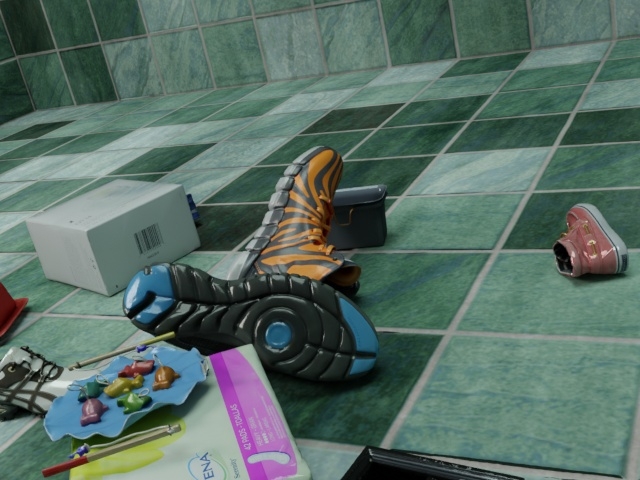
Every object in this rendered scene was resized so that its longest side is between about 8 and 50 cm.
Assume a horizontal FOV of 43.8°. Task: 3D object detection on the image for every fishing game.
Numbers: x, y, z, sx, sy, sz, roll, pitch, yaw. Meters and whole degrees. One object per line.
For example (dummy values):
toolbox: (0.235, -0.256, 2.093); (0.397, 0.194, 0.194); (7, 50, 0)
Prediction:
fishing game: (-0.213, 0.156, 0.866); (0.189, 0.041, 0.264); (-17, 17, -3)

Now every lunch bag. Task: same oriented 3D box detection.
lunch bag: (-0.301, -0.053, 1.664); (0.098, 0.065, 0.067); (-25, 7, -42)

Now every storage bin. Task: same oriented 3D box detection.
storage bin: (0.054, -0.034, 1.383); (0.135, 0.091, 0.098); (-7, 22, 16)

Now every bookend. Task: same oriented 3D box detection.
bookend: (0.075, 0.261, 0.670); (0.156, 0.072, 0.157); (3, 27, 34)

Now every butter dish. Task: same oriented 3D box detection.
butter dish: (-0.610, 0.110, 1.368); (0.160, 0.118, 0.160); (-11, 22, 4)

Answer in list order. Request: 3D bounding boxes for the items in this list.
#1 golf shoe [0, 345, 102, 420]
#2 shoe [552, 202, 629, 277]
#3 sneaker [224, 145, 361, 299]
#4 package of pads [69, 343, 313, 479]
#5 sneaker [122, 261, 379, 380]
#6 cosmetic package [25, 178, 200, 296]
golf shoe: (-0.389, 0.188, 1.085); (0.198, 0.093, 0.077); (-9, 21, 6)
shoe: (0.373, -0.002, 1.160); (0.081, 0.063, 0.178); (-8, 26, -1)
sneaker: (0.000, 0.000, 1.232); (0.180, 0.124, 0.321); (14, 65, 31)
package of pads: (-0.143, 0.233, 0.824); (0.229, 0.101, 0.296); (-17, 21, -11)
sneaker: (-0.083, 0.108, 1.057); (0.341, 0.139, 0.125); (14, 73, 15)
cosmetic package: (-0.398, -0.016, 1.534); (0.225, 0.138, 0.224); (6, 28, 43)
